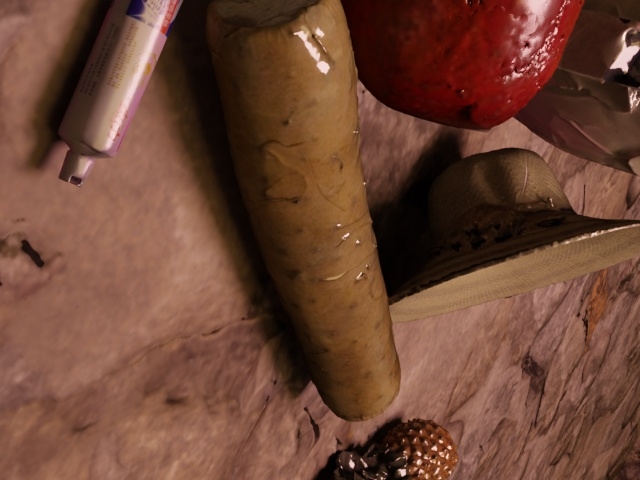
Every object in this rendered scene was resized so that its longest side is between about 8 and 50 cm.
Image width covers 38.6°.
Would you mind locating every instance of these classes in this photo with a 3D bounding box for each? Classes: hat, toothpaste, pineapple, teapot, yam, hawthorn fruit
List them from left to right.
[{"bbox_3d":[-0.081,-0.104,0.417,0.045,0.028,0.170,23,90,-53],"label":"toothpaste"},{"bbox_3d":[0.000,0.000,0.574,0.083,0.083,0.372,-48,148,-27],"label":"yam"},{"bbox_3d":[0.060,0.214,0.845,0.159,0.074,0.074,-10,121,-46],"label":"pineapple"},{"bbox_3d":[0.080,-0.149,0.504,0.148,0.148,0.172,-35,166,-41],"label":"hawthorn fruit"},{"bbox_3d":[0.145,-0.017,0.741,0.252,0.252,0.110,5,66,-59],"label":"hat"},{"bbox_3d":[0.194,-0.133,0.690,0.221,0.178,0.163,-43,145,-43],"label":"teapot"}]
